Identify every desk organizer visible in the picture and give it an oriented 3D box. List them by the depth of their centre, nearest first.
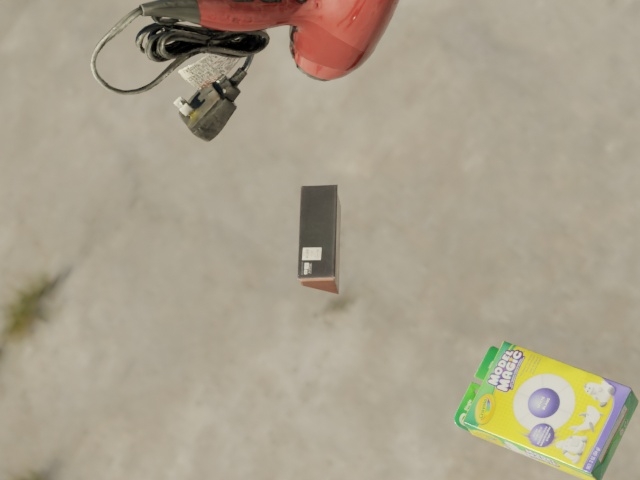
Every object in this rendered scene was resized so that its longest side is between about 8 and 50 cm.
[{"bbox_3d":[0.000,0.000,2.378,0.047,0.050,0.130,-2,62,8],"label":"desk organizer"}]

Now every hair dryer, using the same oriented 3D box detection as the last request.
[{"bbox_3d":[-0.029,-0.182,1.613,0.293,0.223,0.080,-36,70,8],"label":"hair dryer"}]

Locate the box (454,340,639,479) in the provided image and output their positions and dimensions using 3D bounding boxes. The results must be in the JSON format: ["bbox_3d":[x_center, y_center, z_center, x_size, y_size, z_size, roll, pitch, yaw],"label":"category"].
[{"bbox_3d":[0.232,0.176,2.037,0.179,0.043,0.105,19,72,31],"label":"box"}]
